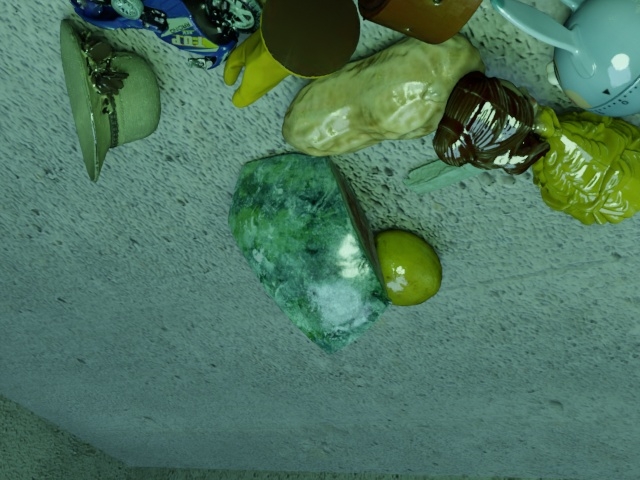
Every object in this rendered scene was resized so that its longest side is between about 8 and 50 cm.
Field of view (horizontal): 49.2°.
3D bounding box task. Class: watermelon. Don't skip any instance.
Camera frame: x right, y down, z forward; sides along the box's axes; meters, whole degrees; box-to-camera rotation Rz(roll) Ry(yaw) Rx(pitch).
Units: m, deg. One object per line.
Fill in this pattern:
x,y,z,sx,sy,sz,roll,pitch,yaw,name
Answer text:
0.000,0.000,1.311,0.228,0.387,0.258,-33,172,19,watermelon

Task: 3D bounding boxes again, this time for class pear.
0.160,0.057,1.377,0.162,0.148,0.149,33,142,-15,pear

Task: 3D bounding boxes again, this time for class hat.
-0.328,-0.230,1.125,0.130,0.257,0.257,-13,153,-23,hat

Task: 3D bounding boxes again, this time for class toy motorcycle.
-0.221,-0.325,0.994,0.315,0.113,0.169,17,159,11,toy motorcycle

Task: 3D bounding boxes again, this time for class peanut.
0.084,-0.204,1.027,0.325,0.153,0.140,-17,131,27,peanut

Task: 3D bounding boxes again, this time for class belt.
0.114,-0.321,0.773,0.105,0.261,0.184,16,114,-12,belt

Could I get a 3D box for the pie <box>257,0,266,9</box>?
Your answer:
-0.079,-0.364,0.929,0.129,0.068,0.282,-14,142,36,pie

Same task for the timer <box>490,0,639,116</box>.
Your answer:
0.328,-0.248,0.881,0.256,0.175,0.175,16,146,5,timer

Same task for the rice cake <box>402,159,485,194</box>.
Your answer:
0.249,-0.131,1.171,0.245,0.042,0.045,-20,146,38,rice cake

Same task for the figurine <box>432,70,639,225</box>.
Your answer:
0.297,-0.142,0.945,0.315,0.187,0.168,18,133,-36,figurine

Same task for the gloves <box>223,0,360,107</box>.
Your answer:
-0.050,-0.246,0.936,0.133,0.116,0.294,-5,-178,-17,gloves
